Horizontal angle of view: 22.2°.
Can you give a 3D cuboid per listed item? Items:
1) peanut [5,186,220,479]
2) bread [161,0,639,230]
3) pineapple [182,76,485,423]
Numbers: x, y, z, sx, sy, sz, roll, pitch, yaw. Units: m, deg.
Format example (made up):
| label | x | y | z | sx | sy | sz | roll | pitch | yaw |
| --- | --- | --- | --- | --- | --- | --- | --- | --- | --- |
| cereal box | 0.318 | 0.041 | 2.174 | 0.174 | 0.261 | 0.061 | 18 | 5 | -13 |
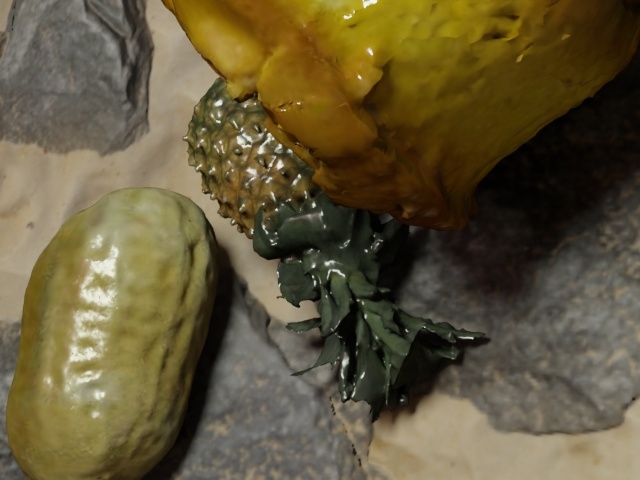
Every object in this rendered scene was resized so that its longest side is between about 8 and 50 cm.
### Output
| label | x | y | z | sx | sy | sz | roll | pitch | yaw |
| --- | --- | --- | --- | --- | --- | --- | --- | --- | --- |
| peanut | -0.144 | 0.070 | 1.097 | 0.129 | 0.129 | 0.224 | 6 | 74 | 42 |
| bread | 0.023 | -0.199 | 0.928 | 0.215 | 0.398 | 0.398 | -32 | 52 | 17 |
| pineapple | 0.000 | 0.000 | 1.031 | 0.125 | 0.125 | 0.251 | -40 | 59 | 19 |
